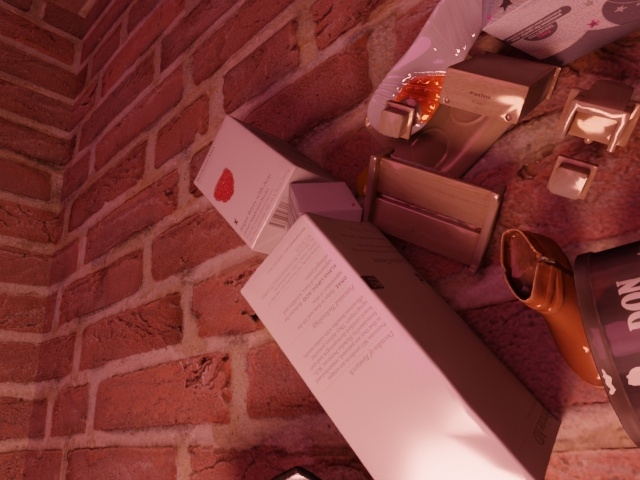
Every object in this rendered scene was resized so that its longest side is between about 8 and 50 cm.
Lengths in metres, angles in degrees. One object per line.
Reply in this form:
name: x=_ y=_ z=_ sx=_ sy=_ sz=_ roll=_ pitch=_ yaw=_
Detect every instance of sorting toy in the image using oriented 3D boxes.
sorting toy: x=0.174 y=-0.182 z=0.818 sx=0.307 sy=0.041 sz=0.229 roll=-48 pitch=54 yaw=22

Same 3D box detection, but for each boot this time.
boot: x=0.280 y=0.080 z=0.553 sx=0.073 sy=0.152 sz=0.197 roll=-35 pitch=56 yaw=31

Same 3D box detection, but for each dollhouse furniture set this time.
dollhouse furniture set: x=0.244 y=-0.079 z=0.703 sx=0.303 sy=0.174 sz=0.355 roll=25 pitch=128 yaw=26

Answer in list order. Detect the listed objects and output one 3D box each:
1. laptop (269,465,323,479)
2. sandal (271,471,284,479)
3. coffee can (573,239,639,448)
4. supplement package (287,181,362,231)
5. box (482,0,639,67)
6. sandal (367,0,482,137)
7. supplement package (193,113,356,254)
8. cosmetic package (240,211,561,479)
laptop: x=-0.020 y=0.576 z=0.645 sx=0.382 sy=0.408 sz=0.236 roll=-40 pitch=20 yaw=28
sandal: x=-0.086 y=0.523 z=0.850 sx=0.072 sy=0.049 sz=0.180 roll=7 pitch=68 yaw=39
coffee can: x=0.406 y=0.068 z=0.404 sx=0.275 sy=0.201 sz=0.201 roll=-23 pitch=63 yaw=37
supplement package: x=0.000 y=0.000 z=0.811 sx=0.105 sy=0.105 sz=0.179 roll=-113 pitch=24 yaw=-54
box: x=0.347 y=-0.347 z=0.570 sx=0.247 sy=0.163 sz=0.142 roll=-16 pitch=66 yaw=56
sandal: x=0.182 y=-0.281 z=0.750 sx=0.102 sy=0.076 sz=0.265 roll=40 pitch=121 yaw=5
supplement package: x=-0.105 y=-0.109 z=0.959 sx=0.293 sy=0.175 sz=0.177 roll=42 pitch=108 yaw=43
cosmetic package: x=0.100 y=0.151 z=0.603 sx=0.385 sy=0.217 sz=0.156 roll=47 pitch=111 yaw=22
